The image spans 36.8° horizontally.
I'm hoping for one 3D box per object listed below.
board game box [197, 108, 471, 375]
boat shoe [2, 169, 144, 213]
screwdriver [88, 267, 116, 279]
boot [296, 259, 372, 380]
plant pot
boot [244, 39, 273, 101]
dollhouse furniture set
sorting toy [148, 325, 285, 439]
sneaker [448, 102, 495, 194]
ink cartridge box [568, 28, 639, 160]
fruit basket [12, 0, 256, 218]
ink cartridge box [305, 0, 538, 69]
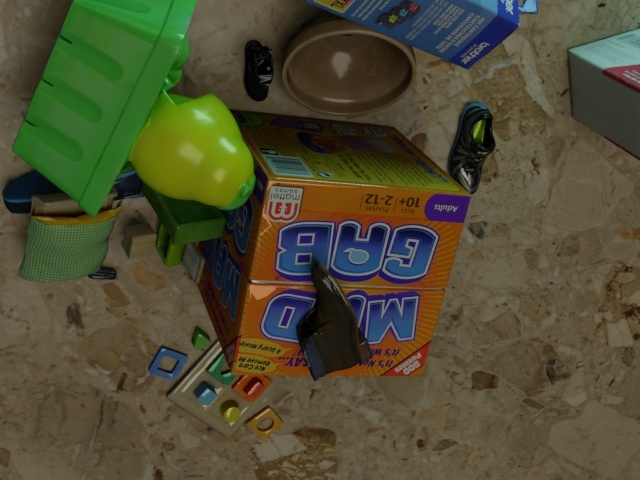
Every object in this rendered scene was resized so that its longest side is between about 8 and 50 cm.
[{"bbox_3d":[0.000,0.000,1.732,0.356,0.356,0.356,3,114,-20],"label":"board game box"},{"bbox_3d":[-0.422,-0.077,1.695,0.258,0.109,0.089,-10,132,-12],"label":"boat shoe"},{"bbox_3d":[-0.467,0.061,1.795,0.170,0.024,0.025,0,86,-18],"label":"screwdriver"},{"bbox_3d":[0.004,0.136,1.545,0.106,0.082,0.219,-28,123,-6],"label":"boot"},{"bbox_3d":[0.049,-0.332,1.706,0.237,0.110,0.237,-1,150,-1],"label":"plant pot"},{"bbox_3d":[-0.106,-0.292,1.702,0.045,0.099,0.121,-10,117,-13],"label":"boot"},{"bbox_3d":[-0.346,0.013,1.666,0.301,0.151,0.197,-12,137,-34],"label":"dollhouse furniture set"},{"bbox_3d":[-0.190,0.310,1.997,0.196,0.047,0.347,-46,121,6],"label":"sorting toy"},{"bbox_3d":[0.304,-0.178,1.913,0.067,0.078,0.188,-1,116,-18],"label":"sneaker"},{"bbox_3d":[0.725,-0.316,1.874,0.384,0.279,0.160,-19,120,-10],"label":"ink cartridge box"},{"bbox_3d":[-0.259,-0.203,1.524,0.392,0.283,0.392,1,126,1],"label":"fruit basket"},{"bbox_3d":[0.183,-0.469,1.611,0.395,0.270,0.151,18,149,-27],"label":"ink cartridge box"}]
